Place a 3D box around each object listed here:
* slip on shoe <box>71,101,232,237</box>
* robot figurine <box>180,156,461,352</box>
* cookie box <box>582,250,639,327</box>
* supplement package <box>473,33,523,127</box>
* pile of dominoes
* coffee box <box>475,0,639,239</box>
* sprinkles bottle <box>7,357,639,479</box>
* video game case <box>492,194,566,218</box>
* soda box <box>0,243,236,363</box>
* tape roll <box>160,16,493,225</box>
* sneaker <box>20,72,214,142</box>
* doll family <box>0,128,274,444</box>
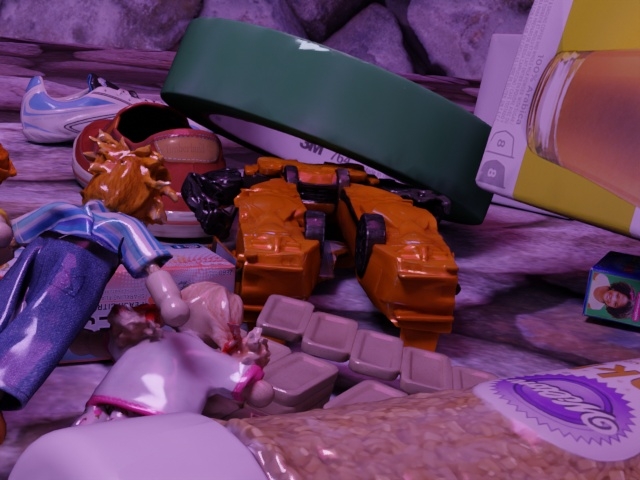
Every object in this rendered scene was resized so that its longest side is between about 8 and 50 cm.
[{"bbox_3d":[-0.161,-0.084,1.178,0.123,0.101,0.331,-1,13,-21],"label":"slip on shoe"},{"bbox_3d":[0.000,0.000,0.922,0.211,0.085,0.291,4,14,-7],"label":"robot figurine"},{"bbox_3d":[0.263,0.042,0.942,0.107,0.040,0.092,12,13,21],"label":"cookie box"},{"bbox_3d":[0.321,-0.151,1.467,0.203,0.149,0.194,9,5,-31],"label":"supplement package"},{"bbox_3d":[0.032,0.103,0.654,0.251,0.040,0.196,20,18,22],"label":"pile of dominoes"},{"bbox_3d":[0.391,-0.130,0.945,0.338,0.337,0.334,14,5,-39],"label":"coffee box"},{"bbox_3d":[0.075,0.105,0.430,0.355,0.121,0.121,-3,16,-34],"label":"sprinkles bottle"},{"bbox_3d":[0.241,-0.062,1.419,0.190,0.022,0.173,15,17,35],"label":"video game case"},{"bbox_3d":[-0.147,0.038,0.754,0.183,0.058,0.063,-1,15,-29],"label":"soda box"},{"bbox_3d":[0.013,-0.107,1.149,0.321,0.077,0.321,21,-2,1],"label":"tape roll"},{"bbox_3d":[-0.235,-0.153,1.473,0.237,0.086,0.085,2,12,-20],"label":"sneaker"},{"bbox_3d":[-0.148,0.015,0.581,0.263,0.118,0.163,13,47,21],"label":"doll family"}]
